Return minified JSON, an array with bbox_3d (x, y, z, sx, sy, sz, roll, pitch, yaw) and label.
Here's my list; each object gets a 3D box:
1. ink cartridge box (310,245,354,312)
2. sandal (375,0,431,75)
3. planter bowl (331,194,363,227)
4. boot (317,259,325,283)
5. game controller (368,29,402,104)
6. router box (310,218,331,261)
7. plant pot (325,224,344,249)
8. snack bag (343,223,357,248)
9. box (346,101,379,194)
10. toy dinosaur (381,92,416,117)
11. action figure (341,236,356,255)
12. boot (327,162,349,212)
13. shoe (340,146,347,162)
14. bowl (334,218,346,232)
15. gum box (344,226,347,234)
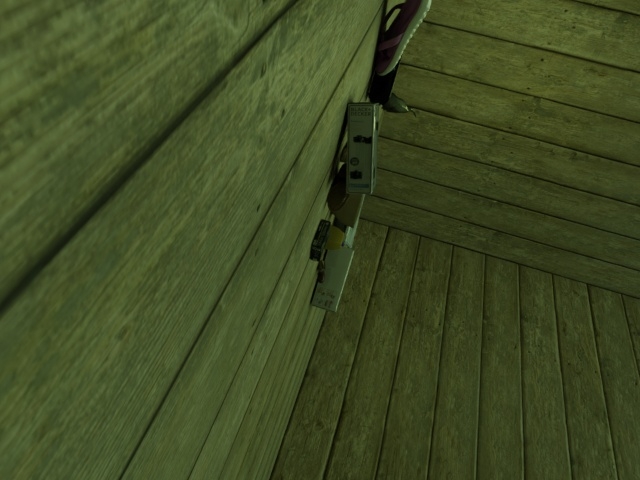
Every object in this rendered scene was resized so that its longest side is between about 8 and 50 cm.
[{"bbox_3d":[0.064,0.181,2.292,0.272,0.129,0.310,48,59,-85],"label":"ink cartridge box"},{"bbox_3d":[0.277,-0.798,1.735,0.416,0.102,0.170,129,-37,-61],"label":"sandal"},{"bbox_3d":[0.110,-0.142,1.932,0.162,0.109,0.162,17,90,-84],"label":"planter bowl"},{"bbox_3d":[0.003,0.140,2.057,0.114,0.037,0.107,53,40,-87],"label":"boot"},{"bbox_3d":[0.283,-0.731,1.939,0.166,0.067,0.320,34,-67,58],"label":"game controller"},{"bbox_3d":[0.000,0.000,1.636,0.092,0.038,0.123,96,12,-57],"label":"router box"},{"bbox_3d":[0.050,-0.009,1.863,0.082,0.083,0.081,94,14,-62],"label":"plant pot"},{"bbox_3d":[0.165,-0.131,2.289,0.323,0.037,0.343,36,67,-80],"label":"snack bag"},{"bbox_3d":[0.142,-0.312,1.549,0.169,0.087,0.290,-53,144,-70],"label":"box"},{"bbox_3d":[0.332,-0.650,2.179,0.121,0.313,0.160,-48,-159,6],"label":"toy dinosaur"},{"bbox_3d":[0.166,-0.018,2.717,0.280,0.138,0.092,103,8,-51],"label":"action figure"},{"bbox_3d":[0.074,-0.173,1.710,0.152,0.072,0.197,101,10,-74],"label":"boot"},{"bbox_3d":[0.123,-0.337,1.757,0.219,0.058,0.077,-64,169,-58],"label":"shoe"},{"bbox_3d":[0.110,-0.119,2.274,0.142,0.053,0.142,96,13,-62],"label":"bowl"},{"bbox_3d":[0.128,-0.098,2.452,0.188,0.062,0.107,-61,165,-64],"label":"gum box"}]
